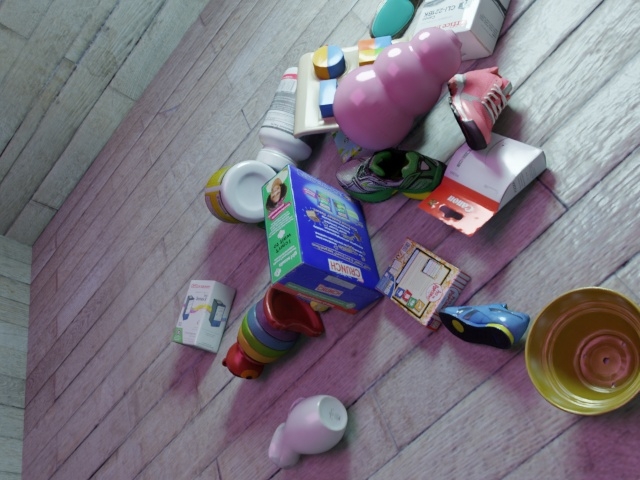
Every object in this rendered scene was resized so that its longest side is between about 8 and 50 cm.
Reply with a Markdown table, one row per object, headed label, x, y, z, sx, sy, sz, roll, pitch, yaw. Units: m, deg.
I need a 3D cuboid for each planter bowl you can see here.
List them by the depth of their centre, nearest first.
| label | x | y | z | sx | sy | sz | roll | pitch | yaw |
| --- | --- | --- | --- | --- | --- | --- | --- | --- | --- |
| planter bowl | 0.468 | 0.194 | 1.052 | 0.217 | 0.090 | 0.217 | -26 | 51 | 38 |

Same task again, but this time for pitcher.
| label | x | y | z | sx | sy | sz | roll | pitch | yaw |
| --- | --- | --- | --- | --- | --- | --- | --- | --- | --- |
| pitcher | -0.027 | 0.425 | 1.471 | 0.207 | 0.125 | 0.178 | -44 | 25 | 39 |

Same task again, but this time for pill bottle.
| label | x | y | z | sx | sy | sz | roll | pitch | yaw |
| --- | --- | --- | --- | --- | --- | --- | --- | --- | --- |
| pill bottle | -0.087 | -0.359 | 1.943 | 0.176 | 0.176 | 0.319 | 13 | 78 | 51 |
| pill bottle | -0.260 | -0.147 | 1.975 | 0.334 | 0.187 | 0.188 | 4 | 71 | 66 |

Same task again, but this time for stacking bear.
| label | x | y | z | sx | sy | sz | roll | pitch | yaw |
| --- | --- | --- | --- | --- | --- | --- | --- | --- | --- |
| stacking bear | -0.154 | 0.266 | 1.675 | 0.289 | 0.175 | 0.164 | -50 | 41 | 27 |

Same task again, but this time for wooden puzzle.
| label | x | y | z | sx | sy | sz | roll | pitch | yaw |
| --- | --- | --- | --- | --- | --- | --- | --- | --- | --- |
| wooden puzzle | 0.087 | -0.439 | 1.697 | 0.347 | 0.080 | 0.322 | -8 | 55 | 14 |

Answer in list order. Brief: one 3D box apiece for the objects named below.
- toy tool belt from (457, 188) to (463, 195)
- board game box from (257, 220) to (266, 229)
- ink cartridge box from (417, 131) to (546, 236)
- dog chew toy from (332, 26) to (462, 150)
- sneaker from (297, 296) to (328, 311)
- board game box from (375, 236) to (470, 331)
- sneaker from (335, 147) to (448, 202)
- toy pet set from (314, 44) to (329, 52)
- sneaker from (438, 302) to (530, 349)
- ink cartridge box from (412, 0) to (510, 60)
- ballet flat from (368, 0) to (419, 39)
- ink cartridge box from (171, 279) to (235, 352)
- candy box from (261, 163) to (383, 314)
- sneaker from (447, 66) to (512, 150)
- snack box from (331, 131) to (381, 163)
| label | x | y | z | sx | sy | sz | roll | pitch | yaw |
| --- | --- | --- | --- | --- | --- | --- | --- | --- | --- |
| toy tool belt | 0.330 | -0.101 | 1.412 | 0.052 | 0.051 | 0.083 | -24 | 42 | -10 |
| board game box | -0.095 | -0.073 | 1.903 | 0.259 | 0.030 | 0.136 | 23 | 89 | 52 |
| ink cartridge box | 0.343 | -0.134 | 1.356 | 0.232 | 0.066 | 0.189 | -37 | 37 | -11 |
| dog chew toy | 0.188 | -0.364 | 1.461 | 0.331 | 0.206 | 0.207 | -38 | 44 | 25 |
| sneaker | -0.042 | 0.076 | 1.674 | 0.091 | 0.126 | 0.240 | -44 | 42 | 22 |
| board game box | 0.228 | 0.096 | 1.420 | 0.147 | 0.045 | 0.193 | -58 | 38 | 5 |
| sneaker | 0.158 | -0.185 | 1.586 | 0.343 | 0.146 | 0.134 | 1 | 70 | 50 |
| toy pet set | -0.003 | -0.587 | 2.097 | 0.114 | 0.065 | 0.122 | -18 | 50 | -2 |
| sneaker | 0.331 | 0.162 | 1.262 | 0.082 | 0.069 | 0.209 | -39 | 21 | -24 |
| ink cartridge box | 0.377 | -0.613 | 1.615 | 0.197 | 0.114 | 0.273 | 8 | 75 | 50 |
| ballet flat | 0.246 | -0.726 | 1.862 | 0.316 | 0.107 | 0.106 | -52 | 19 | 5 |
| ink cartridge box | -0.372 | 0.238 | 1.983 | 0.154 | 0.093 | 0.213 | -2 | 66 | 49 |
| candy box | 0.000 | 0.000 | 1.557 | 0.122 | 0.268 | 0.317 | -40 | 43 | 31 |
| sneaker | 0.368 | -0.320 | 1.407 | 0.136 | 0.116 | 0.314 | -22 | 31 | 21 |
| snack box | 0.135 | -0.322 | 1.754 | 0.207 | 0.070 | 0.175 | -42 | 42 | 26 |
